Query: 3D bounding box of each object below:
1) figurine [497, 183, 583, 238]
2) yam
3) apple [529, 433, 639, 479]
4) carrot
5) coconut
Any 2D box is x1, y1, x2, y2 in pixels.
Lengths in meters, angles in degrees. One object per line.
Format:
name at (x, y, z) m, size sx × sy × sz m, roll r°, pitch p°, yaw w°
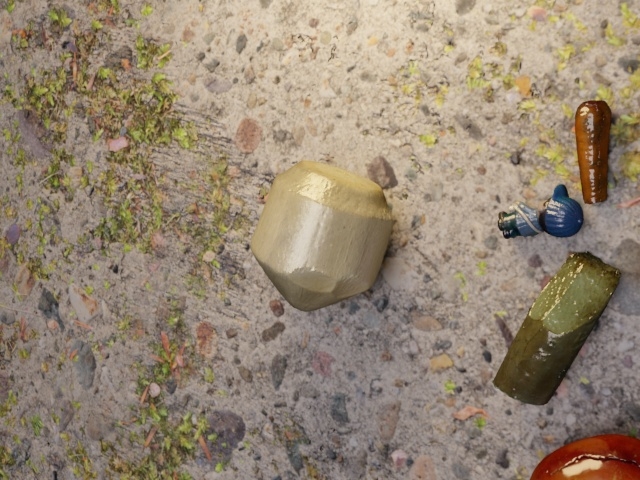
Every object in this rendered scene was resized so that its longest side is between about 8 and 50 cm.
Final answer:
figurine at (0.355, -0.033, 1.255) m, size 0.136 × 0.079 × 0.077 m, roll -21°, pitch 123°, yaw 27°
yam at (0.376, 0.143, 1.238) m, size 0.106 × 0.106 × 0.259 m, roll 32°, pitch 110°, yaw 27°
apple at (0.445, 0.416, 1.149) m, size 0.271 × 0.206 × 0.252 m, roll 3°, pitch 84°, yaw 30°
carrot at (0.429, -0.139, 1.217) m, size 0.055 × 0.055 × 0.162 m, roll 2°, pitch 101°, yaw 33°
coconut at (0.000, 0.000, 1.393) m, size 0.237 × 0.237 × 0.266 m, roll 27°, pitch 101°, yaw 29°
